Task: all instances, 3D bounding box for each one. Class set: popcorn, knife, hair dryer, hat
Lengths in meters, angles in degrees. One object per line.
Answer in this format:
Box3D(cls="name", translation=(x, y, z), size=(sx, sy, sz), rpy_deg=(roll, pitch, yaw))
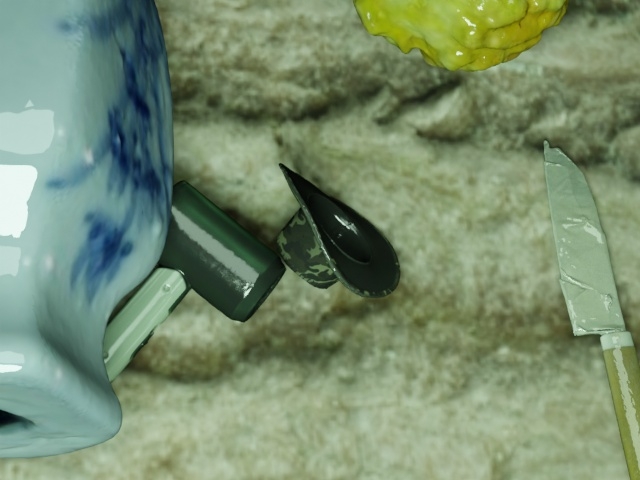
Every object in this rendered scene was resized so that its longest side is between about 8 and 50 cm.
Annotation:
Box3D(cls="popcorn", translation=(0.110, -0.222, 1.188), size=(0.197, 0.155, 0.198), rpy_deg=(0, 79, -1))
Box3D(cls="knife", translation=(0.204, 0.059, 1.168), size=(0.047, 0.017, 0.298), rpy_deg=(-7, 71, -7))
Box3D(cls="hair dryer", translation=(-0.120, 0.060, 1.096), size=(0.100, 0.057, 0.198), rpy_deg=(40, 76, 6))
Box3D(cls="hat", translation=(0.000, 0.000, 1.128), size=(0.050, 0.121, 0.121), rpy_deg=(-41, 79, 18))

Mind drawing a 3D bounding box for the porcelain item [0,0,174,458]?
Box3D(cls="porcelain item", translation=(-0.200, -0.077, 1.025), size=(0.178, 0.242, 0.405), rpy_deg=(-5, 66, 14))
